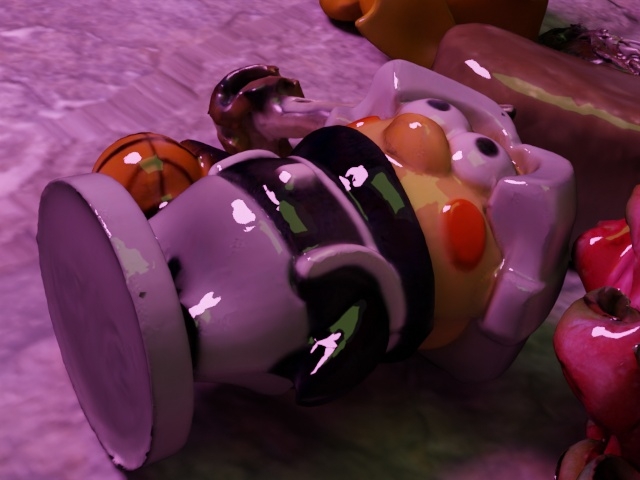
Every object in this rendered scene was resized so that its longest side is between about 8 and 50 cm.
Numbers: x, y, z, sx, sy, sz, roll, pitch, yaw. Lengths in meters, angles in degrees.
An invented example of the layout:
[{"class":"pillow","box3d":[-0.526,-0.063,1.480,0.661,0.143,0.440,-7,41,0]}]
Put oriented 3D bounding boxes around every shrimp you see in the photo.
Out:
[{"class":"shrimp","box3d":[0.221,-0.130,0.736,0.065,0.056,0.165,-28,39,-25]}]

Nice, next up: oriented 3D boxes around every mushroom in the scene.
[{"class":"mushroom","box3d":[0.018,-0.067,0.552,0.187,0.061,0.060,9,37,27]}]

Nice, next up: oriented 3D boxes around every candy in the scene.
[{"class":"candy","box3d":[0.169,-0.049,0.582,0.234,0.104,0.102,18,32,4]}]

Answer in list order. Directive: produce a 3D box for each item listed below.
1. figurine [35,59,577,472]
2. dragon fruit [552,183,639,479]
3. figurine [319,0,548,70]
[{"class":"figurine","box3d":[0.000,0.000,0.437,0.236,0.133,0.176,-14,48,-29]},{"class":"dragon fruit","box3d":[0.182,0.087,0.355,0.218,0.198,0.272,36,58,-20]},{"class":"figurine","box3d":[0.093,-0.230,0.753,0.215,0.215,0.228,-8,57,-28]}]
